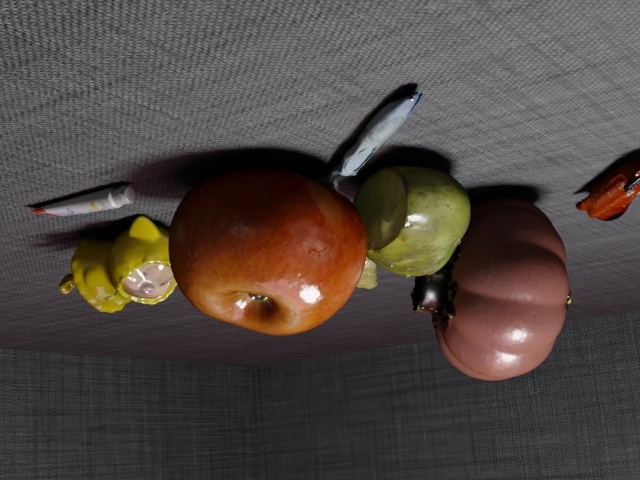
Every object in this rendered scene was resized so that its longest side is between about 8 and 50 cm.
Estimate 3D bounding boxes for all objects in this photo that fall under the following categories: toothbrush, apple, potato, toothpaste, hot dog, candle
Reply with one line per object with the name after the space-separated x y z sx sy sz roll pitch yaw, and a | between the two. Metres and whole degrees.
0.052 -0.114 1.364 0.035 0.042 0.413 0 165 -16 | toothbrush
-0.075 0.014 1.441 0.272 0.206 0.251 18 158 -8 | apple
0.130 -0.036 1.520 0.176 0.141 0.298 -17 160 -1 | potato
-0.346 -0.052 1.521 0.190 0.031 0.048 -10 170 34 | toothpaste
0.067 0.032 1.916 0.073 0.084 0.242 -1 168 4 | hot dog
0.468 -0.079 1.614 0.084 0.059 0.301 -16 170 -5 | candle

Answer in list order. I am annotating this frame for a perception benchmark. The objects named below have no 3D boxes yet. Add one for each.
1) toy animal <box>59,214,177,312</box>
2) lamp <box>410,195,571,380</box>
-0.328 0.044 1.736 0.230 0.156 0.156 -22 161 25 | toy animal
0.270 0.076 1.704 0.240 0.305 0.305 9 166 -6 | lamp
